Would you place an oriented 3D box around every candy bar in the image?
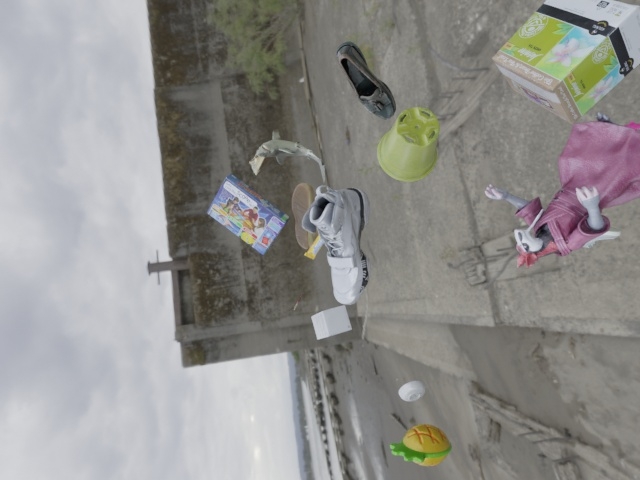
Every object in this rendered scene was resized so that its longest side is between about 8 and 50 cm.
[{"bbox_3d":[0.000,0.000,1.477,0.162,0.040,0.018,-55,21,26],"label":"candy bar"}]

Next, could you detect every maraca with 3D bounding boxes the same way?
[{"bbox_3d":[0.272,0.555,1.137,0.127,0.185,0.100,-5,84,51],"label":"maraca"}]

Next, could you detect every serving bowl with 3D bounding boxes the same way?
[{"bbox_3d":[0.277,0.455,1.260,0.027,0.083,0.084,-107,10,-52],"label":"serving bowl"}]

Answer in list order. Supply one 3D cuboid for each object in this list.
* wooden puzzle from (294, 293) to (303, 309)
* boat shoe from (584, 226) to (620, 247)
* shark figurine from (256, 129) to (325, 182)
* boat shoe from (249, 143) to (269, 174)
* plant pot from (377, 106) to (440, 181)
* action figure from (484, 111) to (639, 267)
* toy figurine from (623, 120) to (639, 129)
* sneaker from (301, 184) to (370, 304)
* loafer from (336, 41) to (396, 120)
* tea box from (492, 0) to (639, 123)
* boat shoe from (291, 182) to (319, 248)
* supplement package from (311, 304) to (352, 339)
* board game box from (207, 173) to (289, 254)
[{"bbox_3d":[-0.098,0.267,1.815,0.049,0.006,0.083,-62,-1,35],"label":"wooden puzzle"},{"bbox_3d":[0.998,-0.015,1.600,0.079,0.227,0.081,-27,-65,-51],"label":"boat shoe"},{"bbox_3d":[-0.108,-0.319,1.610,0.166,0.277,0.116,-93,21,-43],"label":"shark figurine"},{"bbox_3d":[-0.311,-0.415,2.153,0.089,0.104,0.285,51,157,-5],"label":"boat shoe"},{"bbox_3d":[0.396,-0.432,1.822,0.254,0.275,0.277,87,174,-75],"label":"plant pot"},{"bbox_3d":[0.569,-0.080,0.946,0.370,0.275,0.248,-55,27,9],"label":"action figure"},{"bbox_3d":[1.176,-0.366,1.607,0.173,0.130,0.159,58,156,35],"label":"toy figurine"},{"bbox_3d":[0.045,0.011,1.269,0.210,0.137,0.367,6,-94,-51],"label":"sneaker"},{"bbox_3d":[0.132,-0.456,1.257,0.267,0.096,0.084,45,-143,-28],"label":"loafer"},{"bbox_3d":[0.860,-0.648,1.475,0.219,0.323,0.329,27,-157,-38],"label":"tea box"},{"bbox_3d":[-0.053,-0.123,1.949,0.121,0.110,0.342,37,141,36],"label":"boat shoe"},{"bbox_3d":[0.043,0.341,1.750,0.179,0.105,0.105,134,122,-66],"label":"supplement package"},{"bbox_3d":[-0.202,-0.070,1.171,0.136,0.201,0.035,-52,2,31],"label":"board game box"}]
